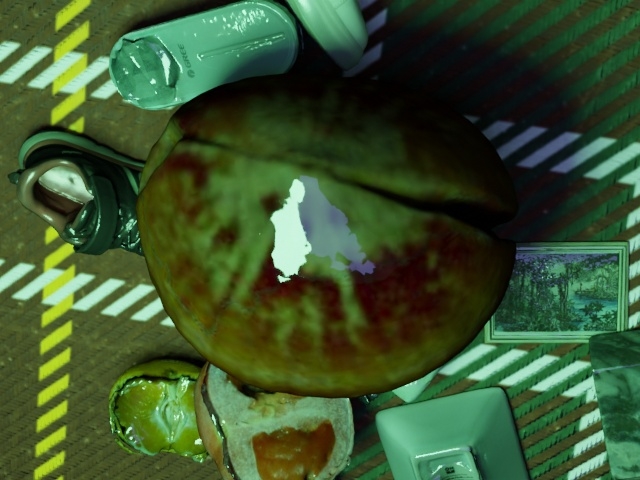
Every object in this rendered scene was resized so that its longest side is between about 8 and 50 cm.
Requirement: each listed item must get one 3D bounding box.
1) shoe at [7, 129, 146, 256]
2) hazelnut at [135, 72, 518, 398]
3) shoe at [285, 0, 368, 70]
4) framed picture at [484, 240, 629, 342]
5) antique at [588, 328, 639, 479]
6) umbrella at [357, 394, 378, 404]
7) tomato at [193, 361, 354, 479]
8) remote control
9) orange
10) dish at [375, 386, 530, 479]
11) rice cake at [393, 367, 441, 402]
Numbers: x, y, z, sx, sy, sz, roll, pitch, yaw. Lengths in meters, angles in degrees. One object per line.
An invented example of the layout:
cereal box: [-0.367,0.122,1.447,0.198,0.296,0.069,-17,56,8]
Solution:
shoe: [-0.256,-0.039,1.624,0.291,0.137,0.114,26,114,-3]
hazelnut: [0.000,0.000,1.466,0.429,0.402,0.402,17,113,4]
shoe: [-0.005,-0.379,1.468,0.160,0.132,0.363,-29,110,1]
framed picture: [0.299,0.069,1.650,0.183,0.011,0.142,0,112,9]
antique: [0.398,0.213,1.647,0.088,0.086,0.183,-9,114,12]
umbrella: [0.005,0.142,1.708,0.188,0.046,0.050,40,108,-3]
tomato: [-0.067,0.234,1.662,0.112,0.199,0.228,-38,64,57]
remote control: [-0.140,-0.226,1.566,0.247,0.052,0.104,-10,113,20]
orange: [-0.201,0.220,1.733,0.160,0.112,0.170,-29,126,5]
dish: [0.186,0.331,1.735,0.182,0.080,0.243,-14,108,14]
rice cake: [0.054,0.110,1.656,0.222,0.042,0.080,40,121,10]
